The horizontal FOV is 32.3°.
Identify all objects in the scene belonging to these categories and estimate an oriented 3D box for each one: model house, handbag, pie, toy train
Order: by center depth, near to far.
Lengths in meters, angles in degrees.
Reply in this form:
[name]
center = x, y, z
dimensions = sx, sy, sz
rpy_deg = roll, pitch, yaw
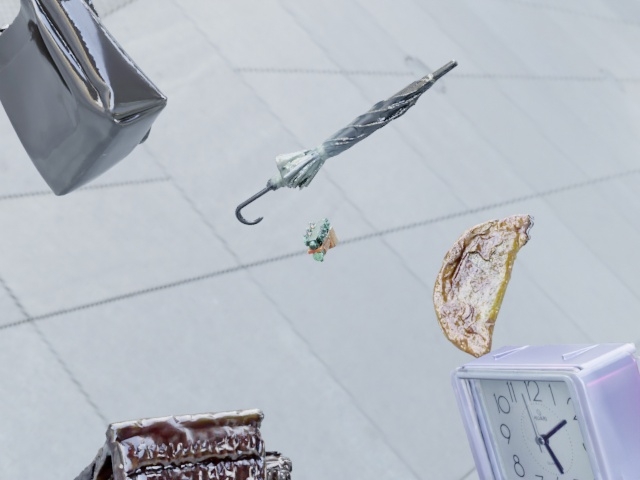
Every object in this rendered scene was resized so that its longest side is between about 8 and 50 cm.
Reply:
[model house]
center = -0.100, 0.307, 1.092
dimensions = 0.317, 0.283, 0.297
rpy_deg = 7, 8, -39
[pie]
center = 0.184, 0.043, 1.302
dimensions = 0.088, 0.191, 0.033
rpy_deg = 21, -19, 6
[handbag]
center = -0.345, -0.215, 1.491
dimensions = 0.113, 0.285, 0.257
rpy_deg = -37, 93, -35
[toy train]
center = 0.000, 0.000, 2.147
dimensions = 0.103, 0.044, 0.064
rpy_deg = -63, 135, -59

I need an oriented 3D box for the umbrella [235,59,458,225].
[umbrella]
center = 0.012, -0.091, 1.010
dimensions = 0.044, 0.269, 0.044
rpy_deg = 41, 30, -23

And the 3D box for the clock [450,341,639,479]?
[clock]
center = 0.206, 0.166, 0.962
dimensions = 0.073, 0.193, 0.145
rpy_deg = -18, 92, -27
